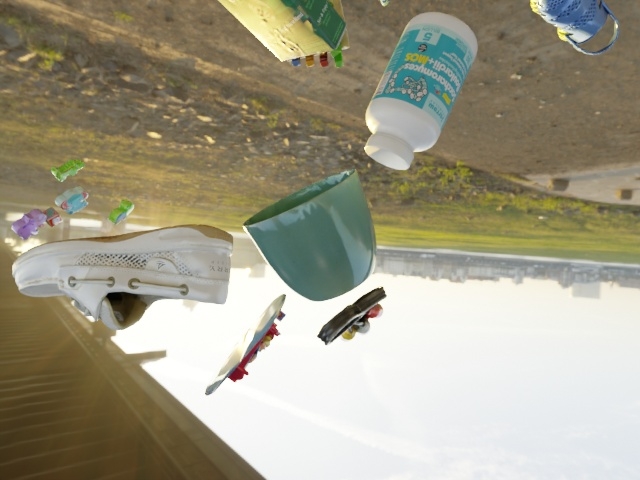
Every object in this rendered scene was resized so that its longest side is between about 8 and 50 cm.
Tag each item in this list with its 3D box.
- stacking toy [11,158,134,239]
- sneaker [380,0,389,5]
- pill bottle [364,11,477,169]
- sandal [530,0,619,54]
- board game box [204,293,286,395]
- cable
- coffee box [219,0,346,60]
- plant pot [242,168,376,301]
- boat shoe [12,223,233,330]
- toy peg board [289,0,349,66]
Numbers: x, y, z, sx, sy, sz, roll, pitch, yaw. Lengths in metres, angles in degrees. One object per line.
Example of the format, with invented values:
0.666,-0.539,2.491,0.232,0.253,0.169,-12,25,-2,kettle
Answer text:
-0.474,-0.054,0.720,0.166,0.221,0.052,37,144,11,stacking toy
0.157,-0.682,1.065,0.067,0.078,0.188,-42,180,14,sneaker
0.179,-0.272,0.772,0.146,0.264,0.146,24,177,2,pill bottle
0.611,-0.533,0.954,0.317,0.138,0.126,2,144,-40,sandal
-0.091,0.150,0.562,0.033,0.169,0.133,40,180,-8,board game box
0.076,0.146,0.756,0.139,0.072,0.287,-39,170,3,cable
-0.068,-0.285,0.462,0.113,0.041,0.184,15,169,45,coffee box
0.000,0.000,0.968,0.292,0.235,0.293,-25,-166,6,plant pot
-0.225,0.049,0.444,0.276,0.096,0.098,-9,166,19,boat shoe
-0.021,-0.456,0.919,0.160,0.079,0.161,-8,161,11,toy peg board
